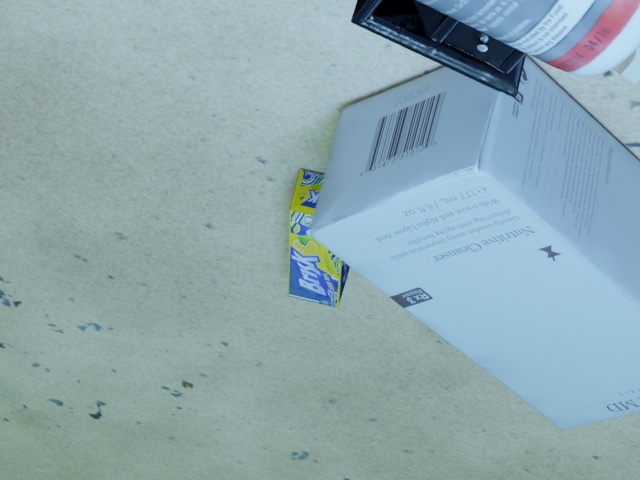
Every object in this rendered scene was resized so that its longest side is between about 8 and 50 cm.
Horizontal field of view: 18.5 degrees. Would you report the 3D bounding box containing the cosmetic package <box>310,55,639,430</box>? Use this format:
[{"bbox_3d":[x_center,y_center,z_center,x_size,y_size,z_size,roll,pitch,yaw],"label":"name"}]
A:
[{"bbox_3d":[0.202,0.008,1.824,0.217,0.156,0.385,-21,132,42],"label":"cosmetic package"}]

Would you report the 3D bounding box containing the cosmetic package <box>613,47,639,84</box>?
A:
[{"bbox_3d":[0.220,-0.181,1.543,0.115,0.060,0.041,37,137,1],"label":"cosmetic package"}]

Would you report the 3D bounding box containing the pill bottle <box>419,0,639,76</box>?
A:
[{"bbox_3d":[0.080,-0.278,1.377,0.363,0.210,0.210,24,148,-13],"label":"pill bottle"}]

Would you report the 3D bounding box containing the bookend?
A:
[{"bbox_3d":[0.131,-0.210,1.593,0.157,0.072,0.156,24,148,-13],"label":"bookend"}]

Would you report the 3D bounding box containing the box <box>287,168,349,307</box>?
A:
[{"bbox_3d":[0.000,0.000,2.000,0.059,0.054,0.169,13,149,6],"label":"box"}]
